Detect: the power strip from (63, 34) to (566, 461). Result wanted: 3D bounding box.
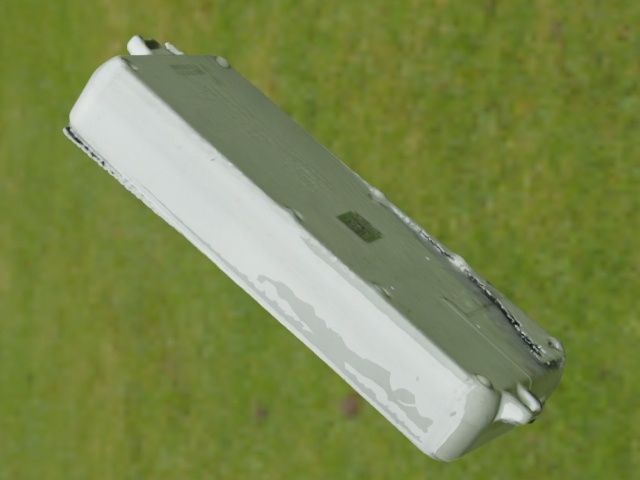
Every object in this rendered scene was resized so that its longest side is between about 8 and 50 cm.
[{"bbox_3d":[0.000,0.000,0.652,0.192,0.081,0.035,41,111,16],"label":"power strip"}]
